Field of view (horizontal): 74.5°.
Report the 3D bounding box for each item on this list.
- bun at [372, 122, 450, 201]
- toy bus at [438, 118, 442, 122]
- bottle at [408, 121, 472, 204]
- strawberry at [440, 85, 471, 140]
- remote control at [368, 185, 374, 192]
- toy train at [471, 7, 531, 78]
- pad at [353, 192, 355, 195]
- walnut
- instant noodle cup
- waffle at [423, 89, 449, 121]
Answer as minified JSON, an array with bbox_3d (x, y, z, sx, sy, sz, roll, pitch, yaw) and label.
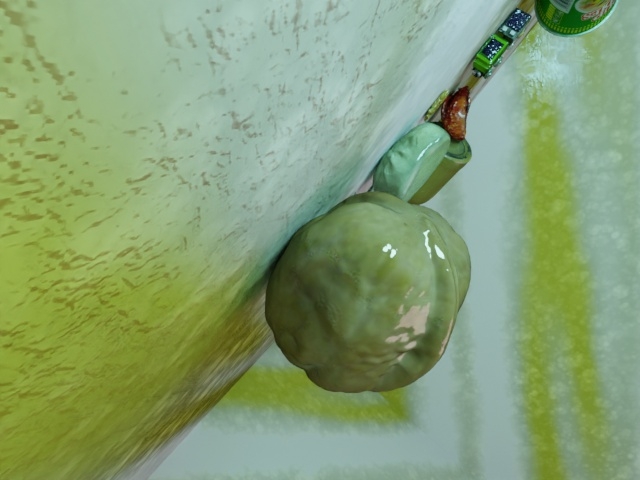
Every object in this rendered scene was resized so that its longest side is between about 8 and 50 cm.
[{"bbox_3d":[0.208,-0.184,0.997,0.221,0.108,0.221,-46,165,-16],"label":"bun"},{"bbox_3d":[0.452,-0.383,1.644,0.088,0.083,0.194,-57,179,-44],"label":"toy bus"},{"bbox_3d":[0.317,-0.207,1.378,0.171,0.171,0.351,-45,175,-39],"label":"bottle"},{"bbox_3d":[0.401,-0.380,1.246,0.121,0.082,0.188,73,27,-48],"label":"strawberry"},{"bbox_3d":[0.136,-0.094,1.279,0.293,0.051,0.103,-51,175,16],"label":"remote control"},{"bbox_3d":[0.468,-0.512,1.091,0.202,0.060,0.081,-51,168,-3],"label":"toy train"},{"bbox_3d":[0.043,-0.019,1.041,0.190,0.004,0.127,122,-14,-56],"label":"pad"},{"bbox_3d":[0.083,0.089,0.767,0.381,0.381,0.381,-49,174,-7],"label":"walnut"},{"bbox_3d":[0.646,-0.648,1.035,0.207,0.207,0.233,-52,165,18],"label":"instant noodle cup"},{"bbox_3d":[0.292,-0.340,1.069,0.085,0.016,0.078,-49,174,-2],"label":"waffle"}]
